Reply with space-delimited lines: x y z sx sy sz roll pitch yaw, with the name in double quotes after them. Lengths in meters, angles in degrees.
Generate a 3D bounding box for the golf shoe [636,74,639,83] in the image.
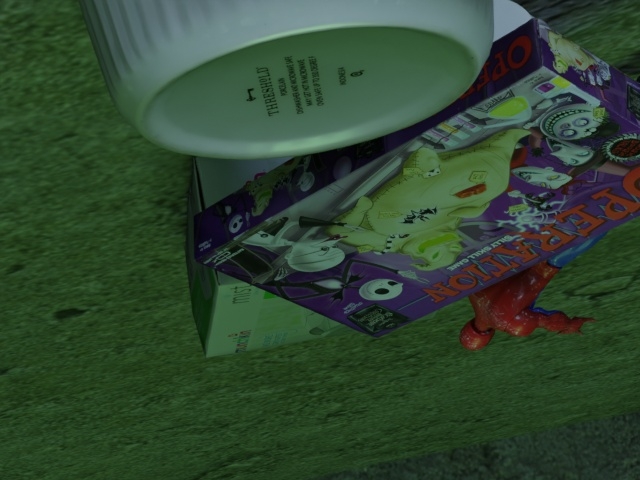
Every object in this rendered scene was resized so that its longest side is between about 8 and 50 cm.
0.335 -0.142 1.412 0.094 0.077 0.198 1 159 -34 "golf shoe"

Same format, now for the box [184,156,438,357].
0.000 0.000 1.608 0.231 0.127 0.262 -9 165 -10 "box"

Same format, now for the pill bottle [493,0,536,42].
0.134 -0.118 1.334 0.094 0.094 0.169 -12 163 7 "pill bottle"

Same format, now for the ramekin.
-0.017 -0.144 1.090 0.273 0.127 0.273 -10 164 -3 "ramekin"

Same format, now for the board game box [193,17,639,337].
0.094 -0.032 1.328 0.208 0.056 0.347 20 144 -40 "board game box"

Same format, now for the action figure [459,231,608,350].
0.227 -0.006 1.571 0.280 0.091 0.139 -51 155 23 "action figure"
